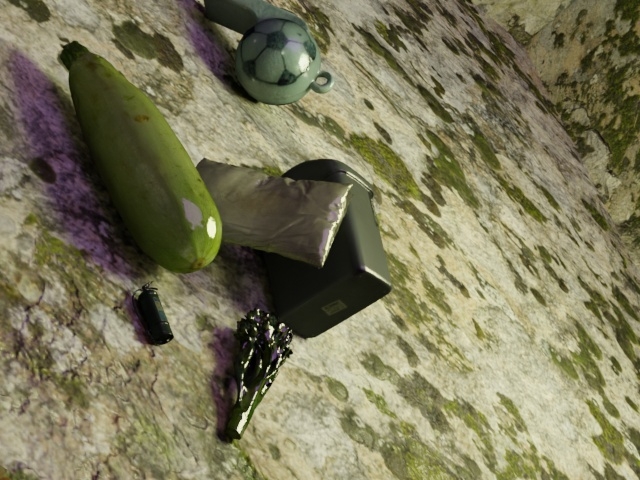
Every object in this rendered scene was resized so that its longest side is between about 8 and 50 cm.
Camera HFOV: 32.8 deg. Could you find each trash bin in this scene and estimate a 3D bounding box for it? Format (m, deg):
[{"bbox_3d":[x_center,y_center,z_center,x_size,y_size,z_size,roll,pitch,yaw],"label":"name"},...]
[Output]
[{"bbox_3d":[0.000,0.000,1.556,0.101,0.176,0.236,35,31,-44],"label":"trash bin"}]

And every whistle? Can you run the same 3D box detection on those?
[{"bbox_3d":[-0.104,-0.325,1.887,0.289,0.163,0.163,27,22,13],"label":"whistle"}]

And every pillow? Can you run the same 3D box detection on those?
[{"bbox_3d":[-0.083,-0.041,1.464,0.229,0.050,0.148,11,45,11],"label":"pillow"}]

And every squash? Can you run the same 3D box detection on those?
[{"bbox_3d":[-0.237,-0.112,1.408,0.118,0.118,0.370,6,45,-55],"label":"squash"}]

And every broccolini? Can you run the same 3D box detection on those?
[{"bbox_3d":[-0.073,0.165,1.348,0.091,0.068,0.202,57,20,-32],"label":"broccolini"}]

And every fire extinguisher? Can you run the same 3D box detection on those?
[{"bbox_3d":[-0.202,0.084,1.296,0.038,0.025,0.083,-4,55,-32],"label":"fire extinguisher"}]

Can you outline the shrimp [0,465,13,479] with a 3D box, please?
[{"bbox_3d":[-0.289,0.283,0.854,0.145,0.061,0.267,19,42,-33],"label":"shrimp"}]
